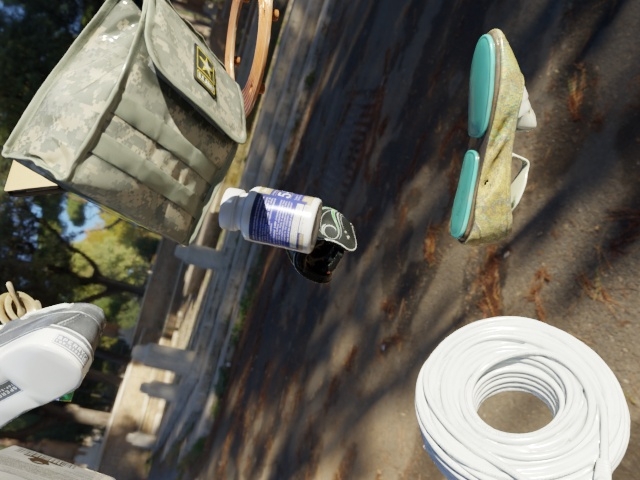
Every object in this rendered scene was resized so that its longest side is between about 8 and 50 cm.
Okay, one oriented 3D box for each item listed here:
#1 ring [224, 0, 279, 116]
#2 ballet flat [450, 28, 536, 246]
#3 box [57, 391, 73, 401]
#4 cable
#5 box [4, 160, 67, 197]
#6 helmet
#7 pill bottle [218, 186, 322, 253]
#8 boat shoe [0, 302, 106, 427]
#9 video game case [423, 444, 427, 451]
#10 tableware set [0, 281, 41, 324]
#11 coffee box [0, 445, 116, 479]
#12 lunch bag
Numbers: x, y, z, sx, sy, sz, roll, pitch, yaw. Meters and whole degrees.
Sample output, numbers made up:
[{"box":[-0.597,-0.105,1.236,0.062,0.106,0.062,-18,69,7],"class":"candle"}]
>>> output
[{"box":[-0.148,-0.418,1.160,0.336,0.032,0.337,-178,90,-67],"class":"ring"},{"box":[0.293,-0.159,0.914,0.123,0.123,0.349,-119,32,-72],"class":"ballet flat"},{"box":[-0.617,0.287,1.225,0.043,0.179,0.105,43,-127,-62],"class":"box"},{"box":[0.255,0.217,0.720,0.257,0.257,0.089,-48,-43,-35],"class":"cable"},{"box":[-0.417,-0.162,0.922,0.021,0.164,0.201,85,179,-55],"class":"box"},{"box":[0.000,0.000,1.280,0.162,0.169,0.169,-94,23,-54],"class":"helmet"},{"box":[-0.098,-0.045,1.091,0.112,0.186,0.112,12,-90,-83],"class":"pill bottle"},{"box":[-0.388,0.152,0.677,0.301,0.108,0.102,-25,27,21],"class":"boat shoe"},{"box":[0.335,0.507,1.256,0.022,0.190,0.173,-36,-22,-33],"class":"video game case"},{"box":[-0.518,0.169,0.988,0.039,0.128,0.194,-34,65,11],"class":"tableware set"},{"box":[-0.206,0.218,0.344,0.141,0.098,0.246,-70,11,-21],"class":"coffee box"},{"box":[-0.229,-0.171,0.762,0.287,0.168,0.235,-65,-31,-10],"class":"lunch bag"}]
